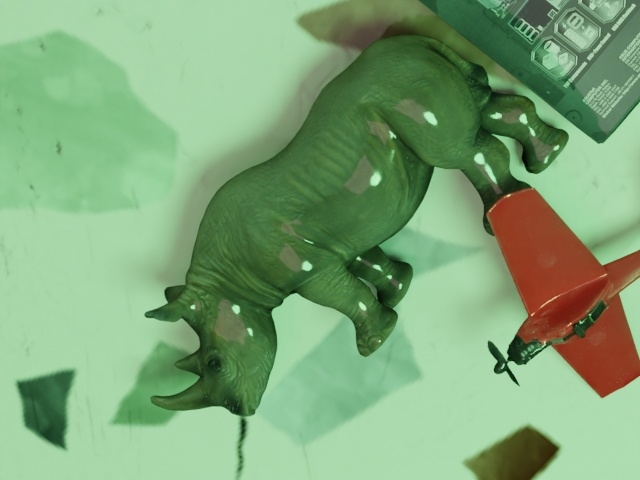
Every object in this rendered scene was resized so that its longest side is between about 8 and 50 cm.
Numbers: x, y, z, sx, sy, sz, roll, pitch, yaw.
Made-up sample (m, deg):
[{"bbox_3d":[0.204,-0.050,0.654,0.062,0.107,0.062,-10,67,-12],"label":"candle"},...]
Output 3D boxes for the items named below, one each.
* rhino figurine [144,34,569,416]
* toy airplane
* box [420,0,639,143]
[{"bbox_3d":[0.000,0.000,0.800,0.106,0.073,0.243,44,105,-10],"label":"rhino figurine"},{"bbox_3d":[0.143,0.018,0.780,0.151,0.028,0.151,-13,122,-22],"label":"toy airplane"},{"bbox_3d":[0.131,-0.189,0.735,0.183,0.059,0.233,38,108,-1],"label":"box"}]
